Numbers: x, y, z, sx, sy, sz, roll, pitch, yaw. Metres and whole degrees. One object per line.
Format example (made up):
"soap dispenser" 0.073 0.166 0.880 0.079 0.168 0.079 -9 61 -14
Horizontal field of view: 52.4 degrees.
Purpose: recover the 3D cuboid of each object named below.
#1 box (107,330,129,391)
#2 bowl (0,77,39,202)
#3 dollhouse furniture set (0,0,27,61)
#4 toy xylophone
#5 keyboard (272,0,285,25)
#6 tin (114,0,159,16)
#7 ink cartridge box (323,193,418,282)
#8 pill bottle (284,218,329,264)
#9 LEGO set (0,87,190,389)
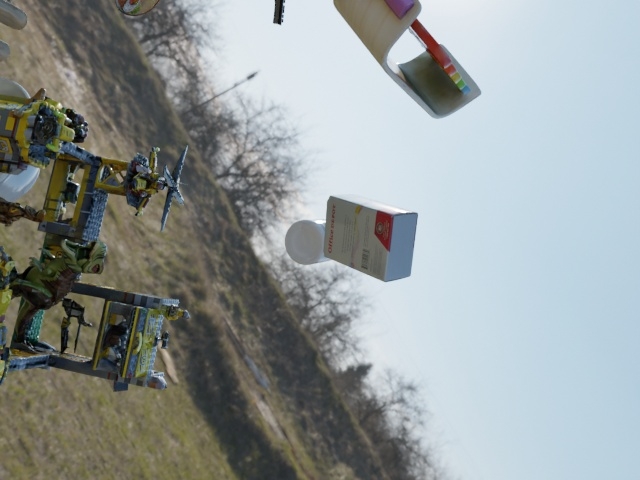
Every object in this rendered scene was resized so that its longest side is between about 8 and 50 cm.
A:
"box" -0.370 0.203 1.186 0.162 0.029 0.116 177 -86 -66
"bowl" -0.651 -0.161 1.275 0.298 0.298 0.134 54 -1 31
"dollhouse furniture set" -0.644 -0.504 1.379 0.161 0.242 0.212 24 15 -43
"toy xylophone" 0.105 -0.283 0.886 0.236 0.081 0.323 54 17 13
"keyboard" -0.055 -0.482 1.158 0.100 0.038 0.192 -118 -146 -66
"tin" -0.385 -0.581 1.442 0.106 0.190 0.040 14 41 -54
"ink cartridge box" 0.091 -0.010 1.234 0.175 0.072 0.127 23 -66 47
"pill bottle" 0.000 0.000 1.637 0.112 0.112 0.187 57 23 12
"LEGO set" -0.232 0.021 0.652 0.255 0.192 0.331 66 35 -73
